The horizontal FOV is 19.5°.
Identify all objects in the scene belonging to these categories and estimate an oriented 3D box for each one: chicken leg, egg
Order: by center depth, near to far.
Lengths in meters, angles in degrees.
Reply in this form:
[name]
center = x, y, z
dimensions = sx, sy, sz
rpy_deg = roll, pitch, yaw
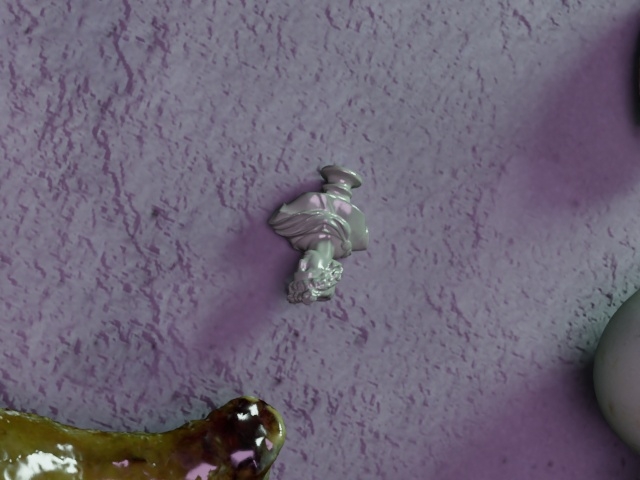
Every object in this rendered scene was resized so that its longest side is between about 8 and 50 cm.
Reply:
[chicken leg]
center = -0.201, 0.185, 1.148
dimensions = 0.361, 0.140, 0.212
rpy_deg = 7, 80, -13
[egg]
center = 0.280, 0.089, 1.283
dimensions = 0.192, 0.149, 0.149
rpy_deg = -2, 91, -22

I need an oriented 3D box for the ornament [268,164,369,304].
[ornament]
center = 0.002, -0.003, 1.258
dimensions = 0.068, 0.041, 0.092
rpy_deg = -7, 83, -22

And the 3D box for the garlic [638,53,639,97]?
[garlic]
center = 0.322, -0.147, 1.313
dimensions = 0.206, 0.115, 0.128
rpy_deg = -20, 90, -18
